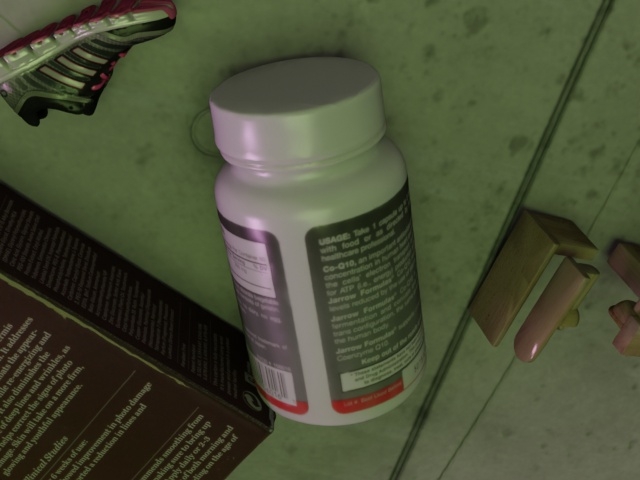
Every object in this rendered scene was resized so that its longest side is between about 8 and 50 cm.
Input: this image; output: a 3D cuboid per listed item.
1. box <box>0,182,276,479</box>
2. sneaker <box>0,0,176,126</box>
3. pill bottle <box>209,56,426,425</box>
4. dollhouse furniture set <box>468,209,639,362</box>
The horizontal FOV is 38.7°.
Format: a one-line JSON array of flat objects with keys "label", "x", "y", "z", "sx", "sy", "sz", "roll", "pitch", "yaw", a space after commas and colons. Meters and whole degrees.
[{"label": "box", "x": -0.248, "y": 0.103, "z": 0.815, "sx": 0.381, "sy": 0.143, "sz": 0.191, "roll": 35, "pitch": 109, "yaw": -23}, {"label": "sneaker", "x": -0.186, "y": -0.143, "z": 0.737, "sx": 0.170, "sy": 0.063, "sz": 0.075, "roll": -20, "pitch": 118, "yaw": 9}, {"label": "pill bottle", "x": 0.000, "y": 0.000, "z": 0.776, "sx": 0.161, "sy": 0.161, "sz": 0.283, "roll": -10, "pitch": 118, "yaw": -2}, {"label": "dollhouse furniture set", "x": 0.257, "y": 0.072, "z": 0.869, "sx": 0.151, "sy": 0.144, "sz": 0.123, "roll": 9, "pitch": 122, "yaw": -27}]
